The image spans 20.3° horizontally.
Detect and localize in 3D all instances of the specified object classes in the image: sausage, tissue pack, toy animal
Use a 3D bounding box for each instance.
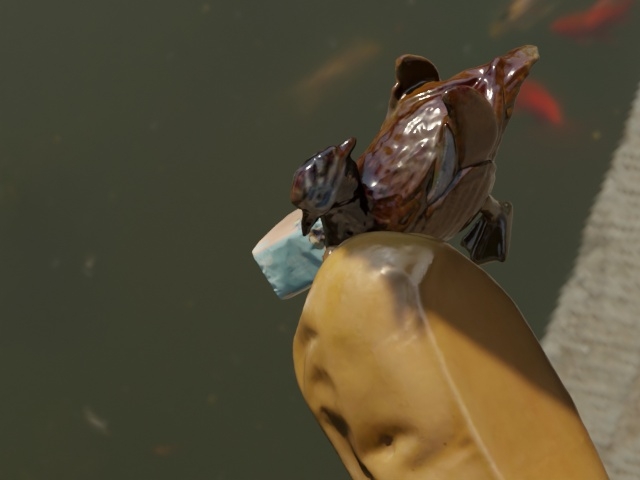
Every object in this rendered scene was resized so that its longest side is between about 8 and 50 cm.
[{"bbox_3d":[0.068,0.104,0.955,0.136,0.120,0.241,-33,79,46],"label":"sausage"},{"bbox_3d":[0.000,0.000,1.455,0.094,0.059,0.074,-28,9,45],"label":"tissue pack"},{"bbox_3d":[0.063,-0.058,1.122,0.089,0.179,0.188,36,96,37],"label":"toy animal"}]
